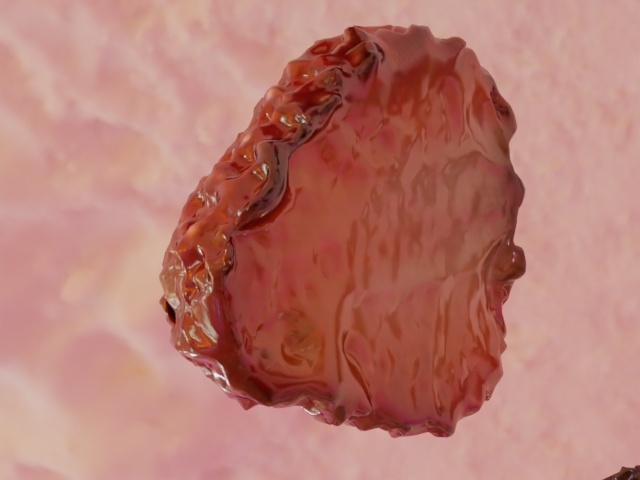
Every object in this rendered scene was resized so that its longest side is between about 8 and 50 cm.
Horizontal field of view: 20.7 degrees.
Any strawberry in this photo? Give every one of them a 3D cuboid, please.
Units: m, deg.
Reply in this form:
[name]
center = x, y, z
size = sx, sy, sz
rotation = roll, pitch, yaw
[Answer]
[strawberry]
center = 0.000, 0.000, 1.111
size = 0.149, 0.336, 0.265
rotation = 0, 103, 35

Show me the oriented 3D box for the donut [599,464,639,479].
[donut]
center = 0.142, 0.171, 0.708
size = 0.166, 0.073, 0.184
rotation = 28, 103, 13
